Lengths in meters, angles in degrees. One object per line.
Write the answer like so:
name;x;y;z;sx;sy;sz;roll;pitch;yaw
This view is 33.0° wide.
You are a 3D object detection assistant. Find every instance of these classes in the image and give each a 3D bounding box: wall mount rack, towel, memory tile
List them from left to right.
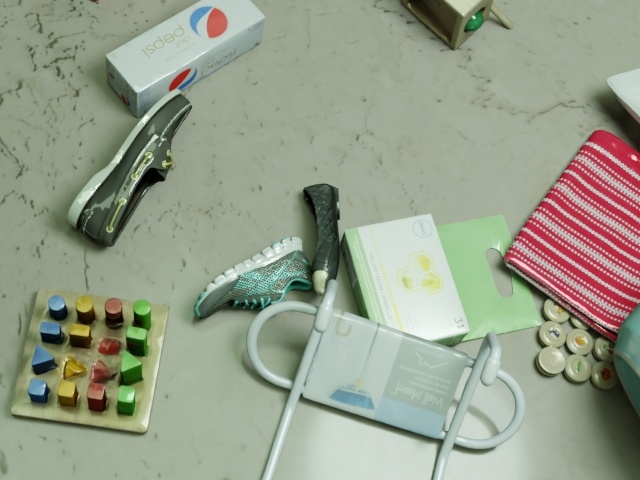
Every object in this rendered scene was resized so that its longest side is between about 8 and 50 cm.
wall mount rack;0.060;0.221;1.265;0.350;0.130;0.304;18;103;0
memory tile;0.340;0.116;1.405;0.113;0.012;0.148;16;64;-4
towel;0.392;-0.013;1.455;0.199;0.031;0.275;36;62;8

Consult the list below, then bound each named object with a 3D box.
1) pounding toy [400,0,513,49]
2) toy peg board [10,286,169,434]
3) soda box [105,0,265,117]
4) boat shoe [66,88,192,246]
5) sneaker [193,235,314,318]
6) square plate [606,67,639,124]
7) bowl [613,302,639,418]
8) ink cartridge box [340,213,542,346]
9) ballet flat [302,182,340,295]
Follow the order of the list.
pounding toy;0.201;-0.346;1.535;0.141;0.130;0.100;44;80;11
toy peg board;-0.270;0.131;1.270;0.161;0.079;0.161;9;65;-5
soda box;-0.181;-0.260;1.460;0.216;0.069;0.074;-35;76;-21
boat shoe;-0.228;-0.093;1.377;0.069;0.081;0.227;34;73;3
sneaker;-0.078;0.061;1.343;0.167;0.065;0.076;-30;78;-18
square plate;0.619;-0.136;1.496;0.344;0.049;0.347;-17;56;-24
bowl;0.462;0.169;1.275;0.163;0.311;0.311;-28;73;1
ink cartridge box;0.159;0.049;1.389;0.235;0.056;0.171;-11;69;-12
ballet flat;0.000;0.000;1.380;0.049;0.057;0.173;-1;51;4
